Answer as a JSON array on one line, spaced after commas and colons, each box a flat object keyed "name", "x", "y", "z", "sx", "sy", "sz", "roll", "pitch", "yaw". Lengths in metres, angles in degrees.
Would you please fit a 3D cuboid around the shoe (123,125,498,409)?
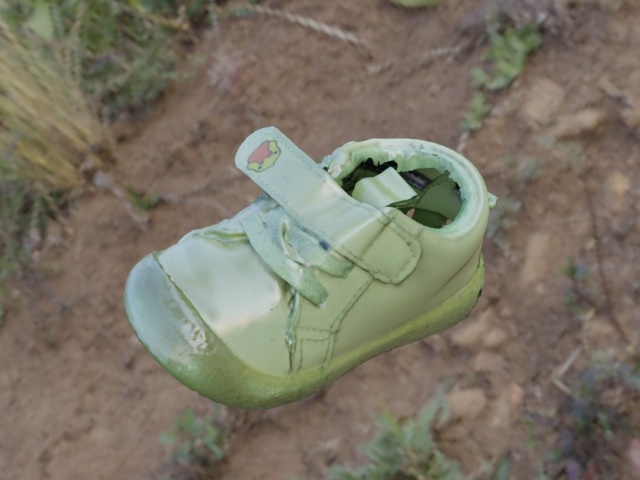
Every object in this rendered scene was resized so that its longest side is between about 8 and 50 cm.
[{"name": "shoe", "x": -0.002, "y": 0.006, "z": 0.853, "sx": 0.262, "sy": 0.140, "sz": 0.128, "roll": -10, "pitch": -58, "yaw": -36}]
